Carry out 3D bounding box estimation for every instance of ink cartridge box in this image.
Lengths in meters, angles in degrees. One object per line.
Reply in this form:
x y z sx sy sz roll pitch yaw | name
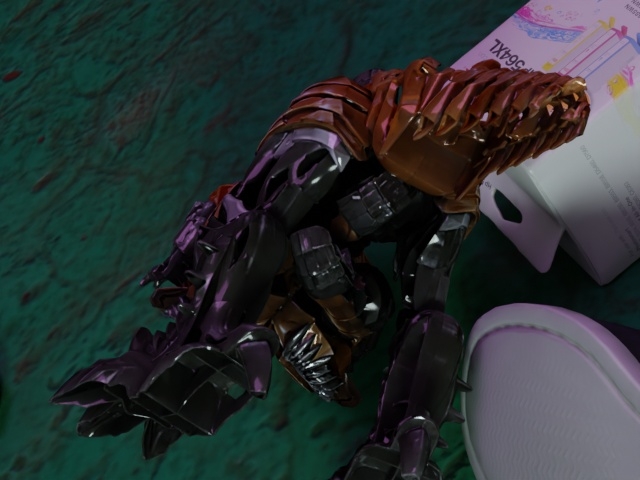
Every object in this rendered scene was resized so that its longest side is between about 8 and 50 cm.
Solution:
0.131 -0.059 0.816 0.143 0.090 0.092 -39 41 -1 | ink cartridge box

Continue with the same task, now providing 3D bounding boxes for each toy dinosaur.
0.000 0.000 0.767 0.164 0.322 0.218 19 62 1 | toy dinosaur

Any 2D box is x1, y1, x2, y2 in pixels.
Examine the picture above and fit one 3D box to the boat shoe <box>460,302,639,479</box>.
0.155 0.094 0.663 0.091 0.114 0.302 -4 19 -25 | boat shoe
